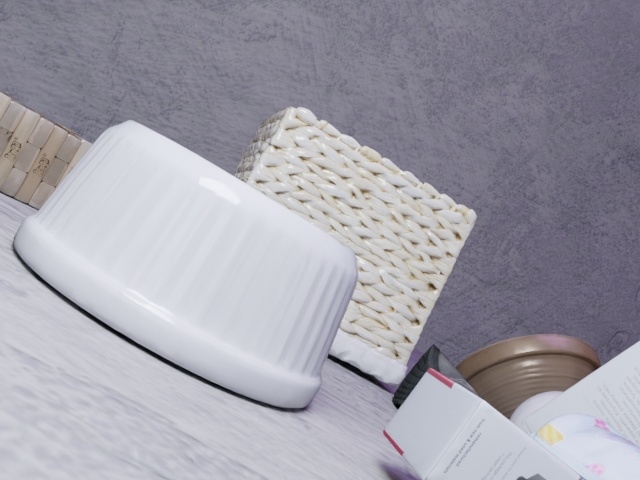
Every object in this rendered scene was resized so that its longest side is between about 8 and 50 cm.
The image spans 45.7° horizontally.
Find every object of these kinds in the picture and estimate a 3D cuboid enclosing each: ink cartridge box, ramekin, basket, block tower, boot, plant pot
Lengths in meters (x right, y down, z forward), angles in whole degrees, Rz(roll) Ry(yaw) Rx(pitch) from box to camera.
[{"bbox_3d":[0.127,0.162,0.508,0.150,0.063,0.109,38,-5,-8],"label":"ink cartridge box"},{"bbox_3d":[-0.092,0.011,0.613,0.272,0.127,0.273,31,-1,0],"label":"ramekin"},{"bbox_3d":[0.000,0.000,1.125,0.328,0.267,0.331,30,-3,-11],"label":"basket"},{"bbox_3d":[-0.277,-0.071,0.857,0.335,0.091,0.097,31,-2,-43],"label":"block tower"},{"bbox_3d":[0.172,0.212,0.891,0.161,0.083,0.246,37,5,3],"label":"boot"},{"bbox_3d":[0.323,0.252,1.171,0.237,0.237,0.110,31,40,-36],"label":"plant pot"}]

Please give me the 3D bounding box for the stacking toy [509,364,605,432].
[{"bbox_3d":[0.465,0.258,1.016,0.479,0.351,0.350,2,11,-23],"label":"stacking toy"}]

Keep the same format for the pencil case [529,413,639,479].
[{"bbox_3d":[0.254,0.223,0.552,0.124,0.114,0.273,15,4,-18],"label":"pencil case"}]

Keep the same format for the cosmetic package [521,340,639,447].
[{"bbox_3d":[0.341,0.213,0.782,0.151,0.183,0.151,35,22,-49],"label":"cosmetic package"}]
